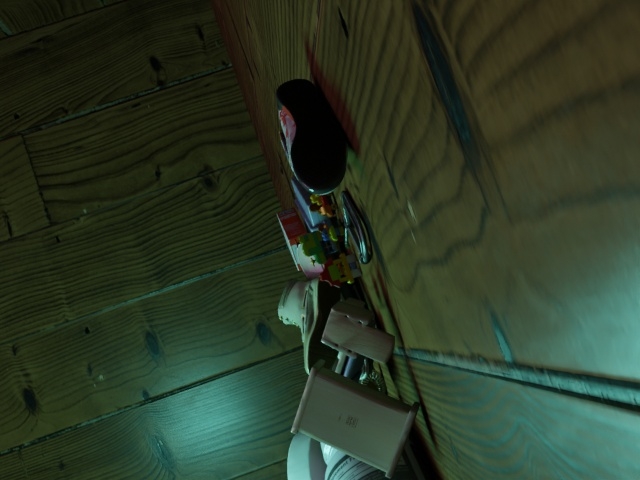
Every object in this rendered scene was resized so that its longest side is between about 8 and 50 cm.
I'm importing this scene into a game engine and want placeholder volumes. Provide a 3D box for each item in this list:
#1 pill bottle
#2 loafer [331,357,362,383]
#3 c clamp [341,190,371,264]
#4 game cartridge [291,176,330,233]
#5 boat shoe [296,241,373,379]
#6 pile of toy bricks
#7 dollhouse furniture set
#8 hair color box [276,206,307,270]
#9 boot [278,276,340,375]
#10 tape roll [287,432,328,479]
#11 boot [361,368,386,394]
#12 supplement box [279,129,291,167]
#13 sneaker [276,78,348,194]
[{"bbox_3d":[0.128,0.514,1.483,0.363,0.210,0.210,-115,8,-54],"label":"pill bottle"},{"bbox_3d":[0.046,0.314,2.028,0.366,0.130,0.134,-107,1,-59],"label":"loafer"},{"bbox_3d":[0.062,-0.015,1.325,0.161,0.022,0.137,-114,12,-58],"label":"c clamp"},{"bbox_3d":[0.011,0.031,1.856,0.230,0.068,0.355,-109,2,-66],"label":"game cartridge"},{"bbox_3d":[0.057,0.136,1.661,0.112,0.095,0.335,-27,84,51],"label":"boat shoe"},{"bbox_3d":[0.000,0.000,1.553,0.118,0.105,0.212,105,146,-82],"label":"pile of toy bricks"},{"bbox_3d":[0.114,0.249,1.444,0.303,0.198,0.287,-31,-40,-69],"label":"dollhouse furniture set"},{"bbox_3d":[-0.059,-0.006,1.861,0.167,0.053,0.093,-120,11,-62],"label":"hair color box"},{"bbox_3d":[-0.030,0.183,1.608,0.165,0.077,0.213,-10,73,57],"label":"boot"},{"bbox_3d":[0.042,0.676,1.975,0.392,0.072,0.392,54,-159,-32],"label":"tape roll"},{"bbox_3d":[0.125,0.352,1.811,0.085,0.059,0.158,-107,1,-52],"label":"boot"},{"bbox_3d":[-0.066,-0.224,1.807,0.055,0.043,0.083,86,163,-67],"label":"supplement box"},{"bbox_3d":[-0.005,-0.132,1.214,0.145,0.090,0.270,75,178,-46],"label":"sneaker"}]
